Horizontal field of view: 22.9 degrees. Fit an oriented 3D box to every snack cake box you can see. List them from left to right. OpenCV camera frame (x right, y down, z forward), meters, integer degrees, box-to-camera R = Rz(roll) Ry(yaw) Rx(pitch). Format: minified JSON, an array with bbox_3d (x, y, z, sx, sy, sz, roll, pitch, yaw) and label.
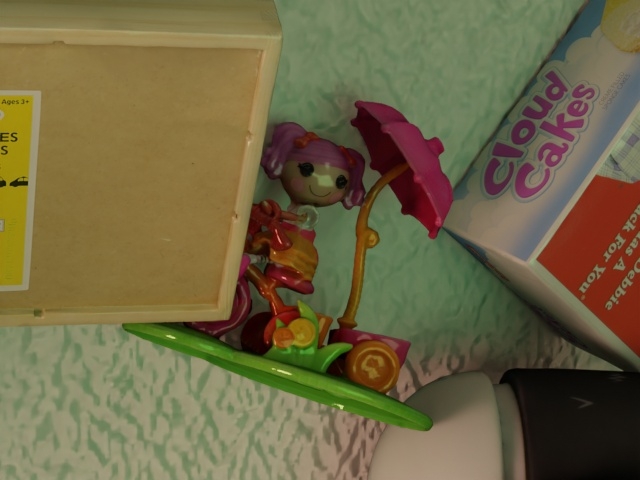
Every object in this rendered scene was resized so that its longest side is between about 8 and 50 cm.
[{"bbox_3d":[0.210,-0.066,0.953,0.152,0.089,0.264,40,83,-39],"label":"snack cake box"}]

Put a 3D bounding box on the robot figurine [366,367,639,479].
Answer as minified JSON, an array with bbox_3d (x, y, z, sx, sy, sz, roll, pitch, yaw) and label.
[{"bbox_3d":[0.163,0.163,0.906,0.278,0.173,0.209,2,130,-3],"label":"robot figurine"}]

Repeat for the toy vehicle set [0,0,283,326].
[{"bbox_3d":[-0.158,-0.032,0.659,0.267,0.035,0.166,0,133,-16],"label":"toy vehicle set"}]

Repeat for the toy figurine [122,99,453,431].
[{"bbox_3d":[0.000,0.000,0.841,0.173,0.130,0.159,20,81,-13],"label":"toy figurine"}]
